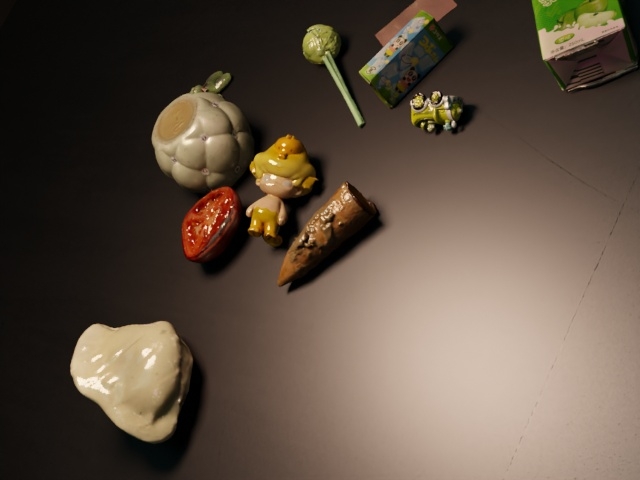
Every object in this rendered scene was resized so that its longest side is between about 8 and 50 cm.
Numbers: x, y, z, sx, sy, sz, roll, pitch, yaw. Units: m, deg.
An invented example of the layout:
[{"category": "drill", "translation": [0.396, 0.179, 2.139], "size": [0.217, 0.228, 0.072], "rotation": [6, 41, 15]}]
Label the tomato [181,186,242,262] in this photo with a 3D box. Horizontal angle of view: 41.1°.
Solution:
[{"category": "tomato", "translation": [-0.235, -0.029, 1.957], "size": [0.174, 0.082, 0.166], "rotation": [-37, 41, 20]}]

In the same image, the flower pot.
[{"category": "flower pot", "translation": [-0.285, -0.237, 2.053], "size": [0.246, 0.195, 0.246], "rotation": [-21, 50, 28]}]

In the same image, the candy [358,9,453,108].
[{"category": "candy", "translation": [0.185, -0.390, 1.843], "size": [0.194, 0.097, 0.062], "rotation": [-44, 41, 7]}]

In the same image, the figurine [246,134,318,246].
[{"category": "figurine", "translation": [-0.090, -0.116, 1.871], "size": [0.156, 0.131, 0.246], "rotation": [18, 70, 9]}]

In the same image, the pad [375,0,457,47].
[{"category": "pad", "translation": [0.216, -0.506, 1.958], "size": [0.188, 0.006, 0.113], "rotation": [-38, 45, 13]}]

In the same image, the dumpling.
[{"category": "dumpling", "translation": [-0.395, 0.268, 1.788], "size": [0.318, 0.243, 0.187], "rotation": [-107, 35, -53]}]

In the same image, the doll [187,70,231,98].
[{"category": "doll", "translation": [-0.306, -0.398, 2.271], "size": [0.115, 0.077, 0.150], "rotation": [28, 71, 35]}]

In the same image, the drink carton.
[{"category": "drink carton", "translation": [0.489, -0.423, 1.608], "size": [0.161, 0.108, 0.271], "rotation": [-18, 52, 27]}]

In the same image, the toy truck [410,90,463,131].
[{"category": "toy truck", "translation": [0.239, -0.260, 1.736], "size": [0.111, 0.076, 0.077], "rotation": [0, 87, 42]}]

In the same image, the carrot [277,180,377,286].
[{"category": "carrot", "translation": [0.000, 0.000, 1.752], "size": [0.263, 0.102, 0.102], "rotation": [-47, 44, 13]}]

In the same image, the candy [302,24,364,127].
[{"category": "candy", "translation": [0.038, -0.381, 1.984], "size": [0.093, 0.092, 0.335], "rotation": [-12, 55, -13]}]
